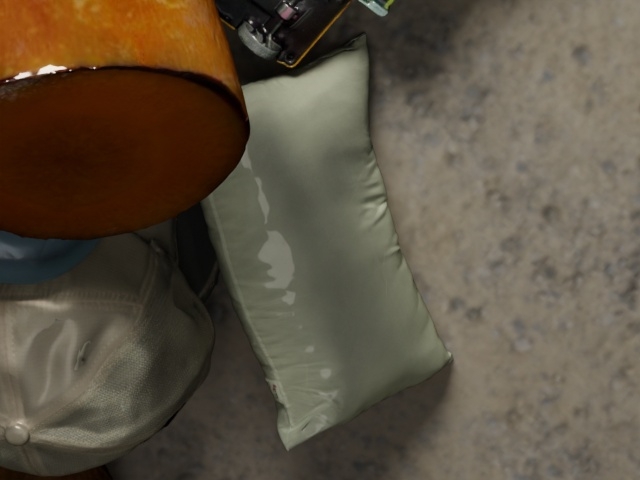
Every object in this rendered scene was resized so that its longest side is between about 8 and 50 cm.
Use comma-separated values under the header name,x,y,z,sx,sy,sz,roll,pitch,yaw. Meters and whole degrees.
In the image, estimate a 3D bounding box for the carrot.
name,x,y,z,sx,sy,sz,roll,pitch,yaw
carrot,-0.172,-0.171,0.997,0.193,0.214,0.331,-18,82,18

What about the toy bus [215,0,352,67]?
name,x,y,z,sx,sy,sz,roll,pitch,yaw
toy bus,-0.060,-0.183,1.131,0.162,0.074,0.069,36,114,-17

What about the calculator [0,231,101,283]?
name,x,y,z,sx,sy,sz,roll,pitch,yaw
calculator,-0.195,-0.082,1.111,0.188,0.042,0.302,25,68,-5

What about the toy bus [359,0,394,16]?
name,x,y,z,sx,sy,sz,roll,pitch,yaw
toy bus,0.062,-0.231,1.091,0.088,0.101,0.175,37,115,-8

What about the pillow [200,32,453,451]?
name,x,y,z,sx,sy,sz,roll,pitch,yaw
pillow,0.001,-0.001,1.198,0.144,0.078,0.254,-24,110,-19

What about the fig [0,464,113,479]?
name,x,y,z,sx,sy,sz,roll,pitch,yaw
fig,-0.218,0.200,1.242,0.146,0.201,0.134,-36,94,10

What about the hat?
name,x,y,z,sx,sy,sz,roll,pitch,yaw
hat,-0.174,0.016,1.180,0.232,0.161,0.275,2,97,0
